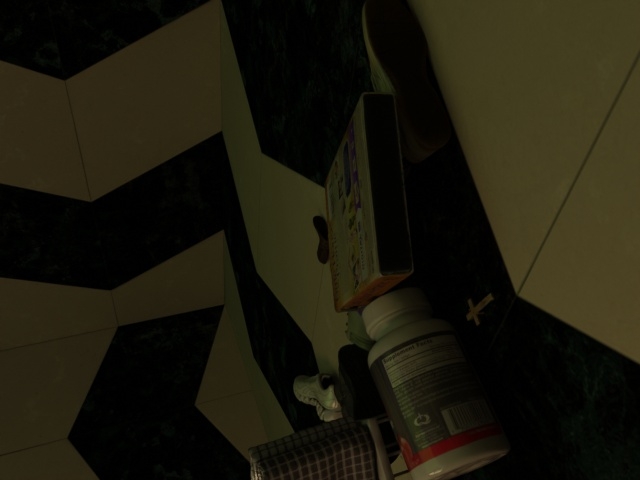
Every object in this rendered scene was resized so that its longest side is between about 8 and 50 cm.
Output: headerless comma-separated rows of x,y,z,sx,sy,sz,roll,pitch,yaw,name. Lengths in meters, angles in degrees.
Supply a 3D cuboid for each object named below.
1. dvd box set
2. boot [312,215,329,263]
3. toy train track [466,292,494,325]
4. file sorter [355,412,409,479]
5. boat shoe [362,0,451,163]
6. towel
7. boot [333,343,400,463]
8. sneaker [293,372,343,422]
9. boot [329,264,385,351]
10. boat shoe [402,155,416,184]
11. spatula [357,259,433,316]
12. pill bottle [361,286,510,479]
0.075,-0.042,1.104,0.420,0.062,0.308,117,150,-73,dvd box set
0.000,0.000,1.690,0.114,0.037,0.106,96,158,-51,boot
0.271,0.112,0.979,0.083,0.014,0.048,117,147,-52,toy train track
0.179,0.489,1.196,0.193,0.173,0.278,129,128,-65,file sorter
0.135,-0.284,1.029,0.098,0.109,0.303,138,114,-67,boat shoe
-0.005,0.508,1.118,0.121,0.234,0.284,14,113,62,towel
0.117,0.454,1.494,0.338,0.118,0.223,-103,12,-45,boot
0.001,0.469,1.845,0.292,0.110,0.119,11,103,62,sneaker
0.084,0.159,1.448,0.213,0.077,0.165,45,142,47,boot
0.143,-0.109,1.133,0.125,0.046,0.038,-52,37,22,boat shoe
0.164,0.115,1.234,0.084,0.030,0.296,41,148,4,spatula
0.188,0.250,1.039,0.176,0.176,0.319,108,147,-54,pill bottle
